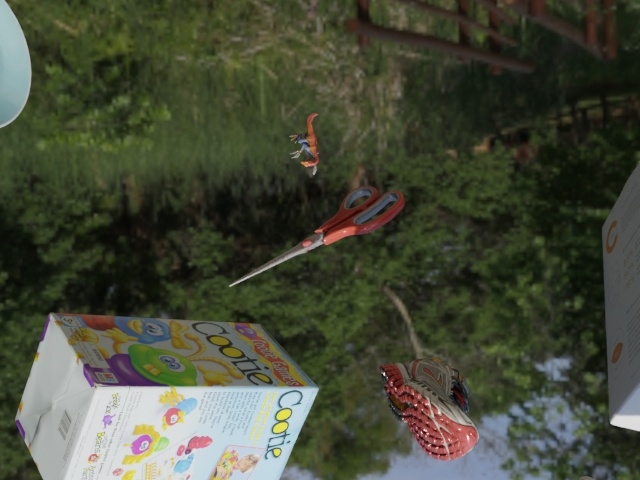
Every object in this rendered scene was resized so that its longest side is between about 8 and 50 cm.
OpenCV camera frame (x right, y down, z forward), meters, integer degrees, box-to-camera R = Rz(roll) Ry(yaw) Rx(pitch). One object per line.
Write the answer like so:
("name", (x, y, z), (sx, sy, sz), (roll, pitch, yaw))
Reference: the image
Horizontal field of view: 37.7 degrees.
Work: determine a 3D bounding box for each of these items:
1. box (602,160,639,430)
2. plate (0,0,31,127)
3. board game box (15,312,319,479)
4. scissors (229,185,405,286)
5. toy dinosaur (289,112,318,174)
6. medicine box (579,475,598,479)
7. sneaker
("box", (0.493, 0.062, 1.240), (0.168, 0.345, 0.215), (12, 141, 0))
("plate", (-0.395, -0.211, 1.033), (0.024, 0.188, 0.188), (-11, -179, 27))
("board game box", (-0.167, 0.180, 1.037), (0.275, 0.144, 0.142), (8, -157, -39))
("scissors", (0.000, 0.000, 1.438), (0.297, 0.021, 0.109), (-35, -142, -22))
("toy dinosaur", (-0.021, -0.151, 1.491), (0.047, 0.090, 0.082), (6, -158, -27))
("medicine box", (0.266, 0.348, 0.625), (0.263, 0.149, 0.289), (14, -129, 18))
("sneaker", (0.143, 0.189, 1.134), (0.092, 0.088, 0.225), (-18, -164, -9))
